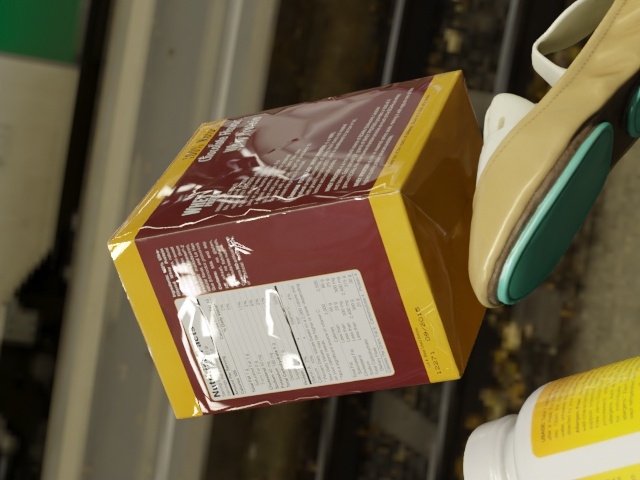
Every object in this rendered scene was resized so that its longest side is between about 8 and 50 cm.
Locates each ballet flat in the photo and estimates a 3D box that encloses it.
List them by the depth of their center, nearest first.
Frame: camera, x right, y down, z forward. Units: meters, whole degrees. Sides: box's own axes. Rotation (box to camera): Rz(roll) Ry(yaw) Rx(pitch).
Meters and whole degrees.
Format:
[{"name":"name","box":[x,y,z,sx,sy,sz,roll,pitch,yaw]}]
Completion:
[{"name":"ballet flat","box":[0.124,-0.061,0.839,0.232,0.073,0.080,-47,-27,-26]}]

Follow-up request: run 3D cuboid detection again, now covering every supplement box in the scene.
[{"name":"supplement box","box":[0.000,0.000,1.100,0.191,0.194,0.129,-60,-44,-59]}]

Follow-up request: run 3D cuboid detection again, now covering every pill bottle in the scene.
[{"name":"pill bottle","box":[0.202,0.139,1.123,0.208,0.117,0.117,-22,55,37]}]
